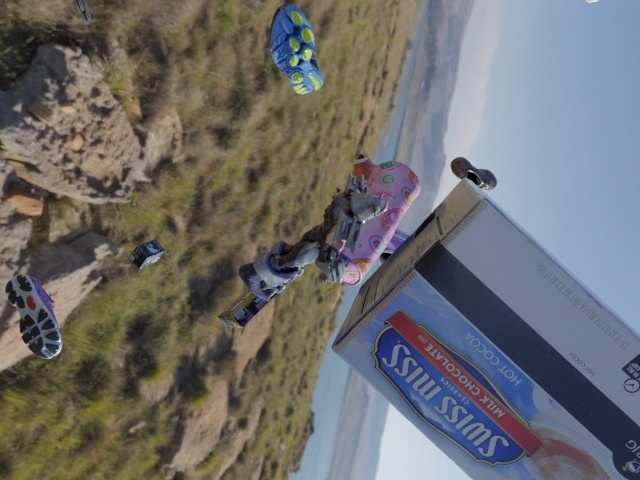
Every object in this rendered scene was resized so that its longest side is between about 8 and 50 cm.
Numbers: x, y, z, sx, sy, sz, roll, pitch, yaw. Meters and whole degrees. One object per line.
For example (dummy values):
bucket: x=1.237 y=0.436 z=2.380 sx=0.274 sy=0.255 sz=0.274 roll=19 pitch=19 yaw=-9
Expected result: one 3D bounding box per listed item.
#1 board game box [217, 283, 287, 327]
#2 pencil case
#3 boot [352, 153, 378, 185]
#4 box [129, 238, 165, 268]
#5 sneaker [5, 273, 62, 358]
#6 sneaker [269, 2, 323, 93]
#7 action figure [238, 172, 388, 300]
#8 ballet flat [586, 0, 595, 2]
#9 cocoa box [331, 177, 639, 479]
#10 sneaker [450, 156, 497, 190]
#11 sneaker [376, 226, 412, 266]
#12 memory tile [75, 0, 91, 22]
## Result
board game box: x=-0.186 y=0.163 z=1.356 sx=0.170 sy=0.048 sz=0.141 roll=-43 pitch=-170 yaw=-25
pencil case: x=0.103 y=-0.041 z=1.067 sx=0.284 sy=0.124 sz=0.124 roll=-53 pitch=160 yaw=-24
boot: x=0.128 y=-0.197 z=1.351 sx=0.158 sy=0.059 sz=0.085 roll=-42 pitch=118 yaw=-63
box: x=-0.547 y=0.043 z=1.583 sx=0.062 sy=0.052 sz=0.083 roll=-47 pitch=173 yaw=31
sneaker: x=-0.513 y=0.135 z=0.928 sx=0.170 sy=0.068 sz=0.071 roll=62 pitch=6 yaw=14
sneaker: x=-0.041 y=-0.293 z=0.761 sx=0.188 sy=0.067 sz=0.078 roll=49 pitch=20 yaw=-76
action figure: x=0.000 y=0.000 z=0.806 sx=0.285 sy=0.099 sz=0.185 roll=-32 pitch=-162 yaw=36
ballet flat: x=0.592 y=-0.498 z=0.783 sx=0.409 sy=0.147 sz=0.147 roll=-11 pitch=-116 yaw=65
cocoa box: x=0.225 y=0.130 z=0.596 sx=0.228 sy=0.347 sz=0.231 roll=-48 pitch=179 yaw=17
sneaker: x=0.433 y=-0.166 z=1.398 sx=0.066 sy=0.188 sz=0.071 roll=-42 pitch=-137 yaw=36
sneaker: x=0.226 y=0.056 z=1.263 sx=0.102 sy=0.282 sz=0.161 roll=-51 pitch=-145 yaw=26
memory tile: x=-0.503 y=-0.531 z=1.018 sx=0.148 sy=0.012 sz=0.113 roll=110 pitch=-34 yaw=-73
